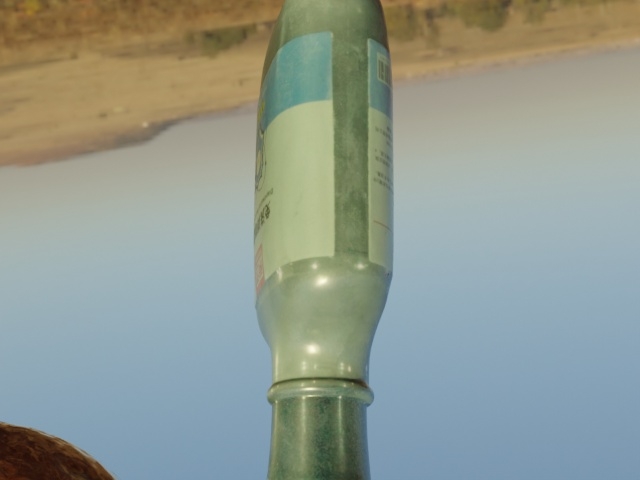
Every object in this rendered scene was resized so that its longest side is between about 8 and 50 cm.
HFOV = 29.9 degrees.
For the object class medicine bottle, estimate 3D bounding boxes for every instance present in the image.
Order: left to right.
[{"bbox_3d":[0.000,0.000,0.491,0.054,0.208,0.090,5,160,-12],"label":"medicine bottle"}]

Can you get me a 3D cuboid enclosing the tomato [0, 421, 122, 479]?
[{"bbox_3d":[-0.202,0.221,0.657,0.265,0.264,0.265,-8,-173,1],"label":"tomato"}]
